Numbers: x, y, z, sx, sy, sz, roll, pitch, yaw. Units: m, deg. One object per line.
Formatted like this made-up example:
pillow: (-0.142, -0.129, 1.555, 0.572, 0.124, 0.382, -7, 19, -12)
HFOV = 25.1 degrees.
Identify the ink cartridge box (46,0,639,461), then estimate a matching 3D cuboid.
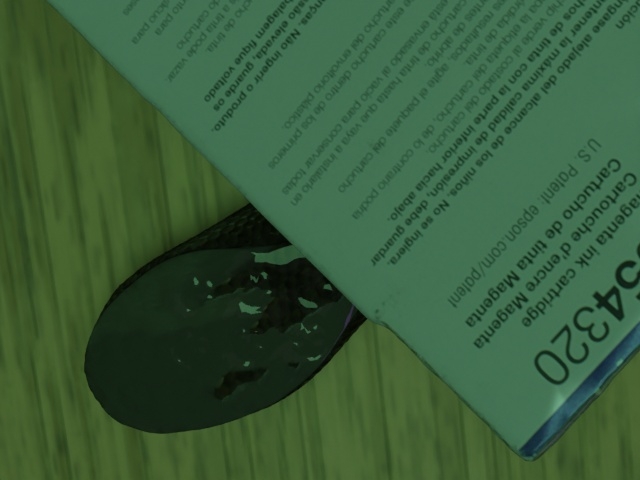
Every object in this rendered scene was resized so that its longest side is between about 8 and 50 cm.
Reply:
ink cartridge box: (0.067, -0.149, 0.522, 0.330, 0.071, 0.324, 44, 104, 15)

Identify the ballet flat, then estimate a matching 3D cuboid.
ballet flat: (0.000, 0.000, 0.622, 0.250, 0.058, 0.084, -38, 100, 18)
